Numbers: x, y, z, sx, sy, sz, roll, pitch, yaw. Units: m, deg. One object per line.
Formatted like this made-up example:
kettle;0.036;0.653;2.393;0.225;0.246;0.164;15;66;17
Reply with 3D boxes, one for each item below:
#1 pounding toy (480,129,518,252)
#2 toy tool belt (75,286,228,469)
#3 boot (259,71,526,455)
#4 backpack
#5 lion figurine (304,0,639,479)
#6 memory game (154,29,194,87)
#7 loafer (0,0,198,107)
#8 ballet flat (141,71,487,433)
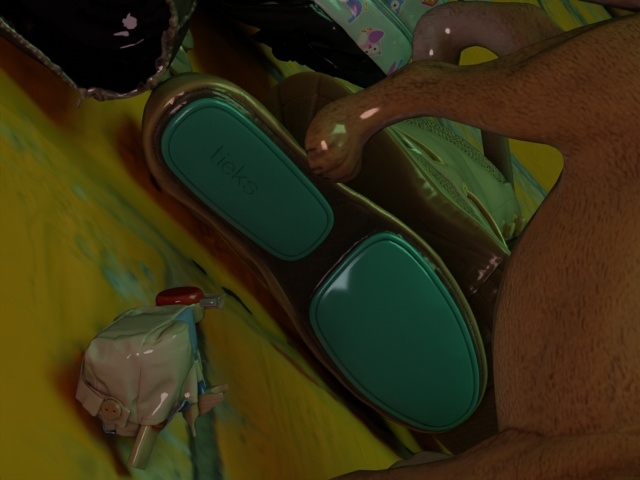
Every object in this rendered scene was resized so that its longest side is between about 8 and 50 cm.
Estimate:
pounding toy;0.190;0.025;1.182;0.110;0.236;0.183;-60;156;-31
toy tool belt;-0.061;0.052;0.728;0.083;0.052;0.051;-44;129;-71
boot;0.081;0.023;1.093;0.262;0.095;0.203;51;14;15
backpack;-0.001;-0.164;1.128;0.152;0.115;0.182;34;1;-38
lion figurine;0.119;0.025;0.771;0.142;0.240;0.392;9;78;-56
memory game;-0.128;-0.157;1.012;0.186;0.012;0.186;48;17;-20
loafer;-0.157;-0.188;0.773;0.366;0.134;0.130;40;21;-40
ballet flat;0.000;0.000;0.947;0.232;0.080;0.073;49;2;-21
